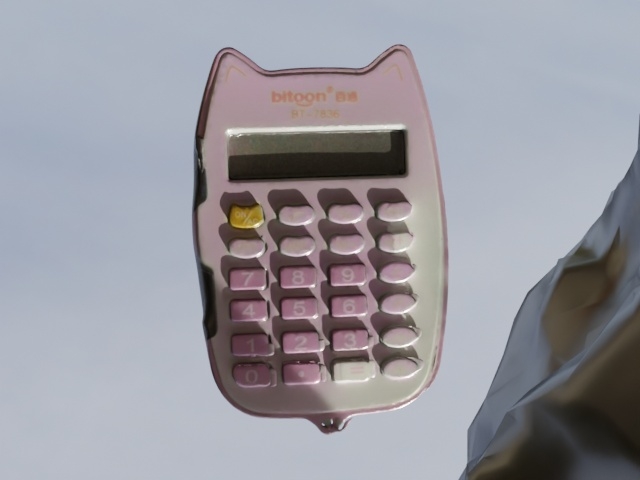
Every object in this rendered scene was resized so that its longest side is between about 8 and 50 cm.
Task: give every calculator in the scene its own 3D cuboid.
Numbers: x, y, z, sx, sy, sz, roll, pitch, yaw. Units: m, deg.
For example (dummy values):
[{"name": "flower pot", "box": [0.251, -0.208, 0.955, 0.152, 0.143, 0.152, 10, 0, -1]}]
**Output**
[{"name": "calculator", "box": [-0.001, 0.000, 1.213, 0.194, 0.294, 0.043, -2, 179, -9]}]

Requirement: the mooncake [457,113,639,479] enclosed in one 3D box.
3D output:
[{"name": "mooncake", "box": [0.139, 0.081, 0.264, 0.393, 0.246, 0.394, 34, 167, -39]}]
